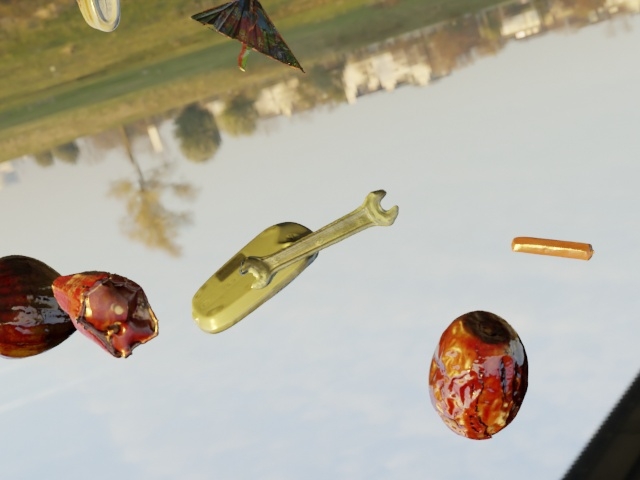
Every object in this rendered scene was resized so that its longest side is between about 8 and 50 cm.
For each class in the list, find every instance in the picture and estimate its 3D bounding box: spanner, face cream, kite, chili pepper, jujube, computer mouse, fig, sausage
[{"bbox_3d":[0.000,0.000,1.867,0.302,0.071,0.017,-28,-174,-8],"label":"spanner"},{"bbox_3d":[-0.500,-0.541,2.375,0.071,0.143,0.291,-13,-161,-16],"label":"face cream"},{"bbox_3d":[-0.121,-0.375,1.938,0.014,0.241,0.183,-35,-143,46],"label":"kite"},{"bbox_3d":[-0.374,0.110,1.804,0.144,0.136,0.253,9,-178,-31],"label":"chili pepper"},{"bbox_3d":[0.286,0.246,1.939,0.183,0.243,0.183,5,-146,-3],"label":"jujube"},{"bbox_3d":[-0.140,0.087,2.360,0.331,0.095,0.197,-39,-151,-4],"label":"computer mouse"},{"bbox_3d":[-0.552,0.143,2.234,0.321,0.216,0.217,5,178,-28],"label":"fig"},{"bbox_3d":[0.406,0.013,1.870,0.147,0.030,0.035,7,-179,25],"label":"sausage"}]
